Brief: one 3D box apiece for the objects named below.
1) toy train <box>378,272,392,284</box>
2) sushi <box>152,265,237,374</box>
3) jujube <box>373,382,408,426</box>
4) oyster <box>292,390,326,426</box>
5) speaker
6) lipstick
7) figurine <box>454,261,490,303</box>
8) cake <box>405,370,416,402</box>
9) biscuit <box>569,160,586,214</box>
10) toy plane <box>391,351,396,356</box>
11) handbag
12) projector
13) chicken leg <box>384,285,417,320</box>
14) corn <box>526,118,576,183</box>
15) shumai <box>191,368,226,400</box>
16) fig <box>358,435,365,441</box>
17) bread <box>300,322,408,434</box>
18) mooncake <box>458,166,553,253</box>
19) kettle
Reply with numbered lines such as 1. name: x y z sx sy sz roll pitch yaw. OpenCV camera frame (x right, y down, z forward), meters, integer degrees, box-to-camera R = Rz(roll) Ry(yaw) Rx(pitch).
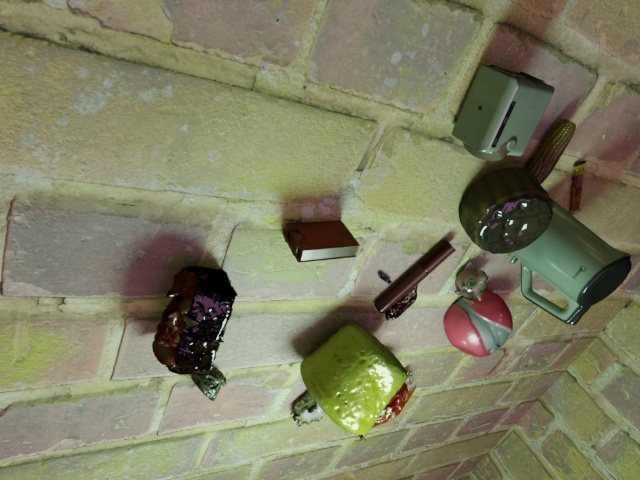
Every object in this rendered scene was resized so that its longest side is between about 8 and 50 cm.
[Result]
1. toy train: 0.227 0.134 1.631 0.017 0.017 0.083 -46 136 9
2. sushi: -0.355 0.222 1.262 0.181 0.196 0.344 17 113 -19
3. jujube: 0.222 0.654 1.861 0.290 0.197 0.197 -34 137 -8
4. oyster: -0.020 0.692 1.925 0.198 0.092 0.260 -12 141 -22
5. speaker: 0.687 0.351 1.979 0.294 0.294 0.295 -16 134 -18
6. lipstick: 0.342 0.136 1.673 0.356 0.057 0.057 -44 136 10
7. figurine: 0.596 0.169 1.805 0.138 0.125 0.125 -55 135 -1
8. cake: 0.375 0.719 2.174 0.135 0.098 0.287 7 127 -33
9. biscuit: 1.006 -0.202 1.795 0.048 0.026 0.292 -18 137 11
10. toy plane: 0.245 0.493 1.907 0.159 0.083 0.234 -18 147 -5
11. handbag: 0.000 0.000 1.301 0.190 0.127 0.063 -5 130 -26
12. projector: 0.498 -0.346 1.273 0.177 0.163 0.243 0 123 -30
13. chicken leg: 0.324 0.229 1.748 0.219 0.048 0.089 -48 138 15
14. corn: 0.773 -0.296 1.540 0.080 0.080 0.231 3 123 -32
15. shumai: -0.365 0.470 1.529 0.087 0.099 0.124 -41 141 -17
16. fig: 0.154 0.765 1.991 0.174 0.207 0.175 -7 157 -3
17. bread: 0.121 0.485 1.651 0.308 0.348 0.348 -48 135 6
18. mooncake: 0.617 -0.091 1.530 0.290 0.161 0.291 -7 134 -8
19. kettle: 0.886 0.088 1.719 0.249 0.377 0.361 8 121 -36
